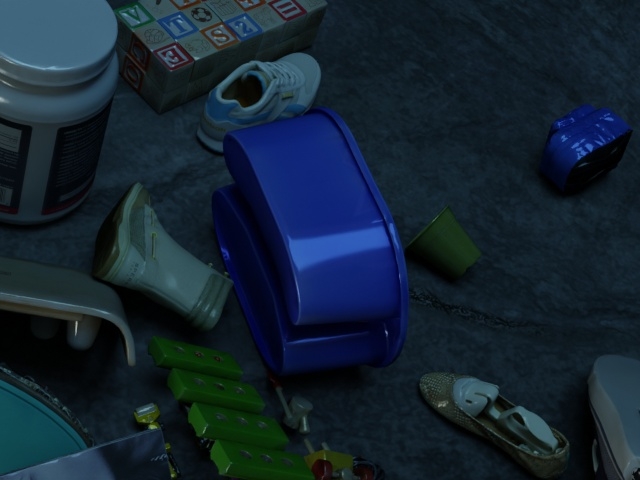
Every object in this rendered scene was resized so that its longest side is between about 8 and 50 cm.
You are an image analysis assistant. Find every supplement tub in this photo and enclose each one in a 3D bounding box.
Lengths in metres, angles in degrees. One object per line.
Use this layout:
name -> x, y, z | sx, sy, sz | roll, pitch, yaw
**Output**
supplement tub -> -0.346, -0.167, 1.666 | 0.191, 0.272, 0.191 | 10, 49, -12

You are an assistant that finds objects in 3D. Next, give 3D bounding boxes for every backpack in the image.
backpack -> 0.371, -0.130, 2.017 | 0.120, 0.098, 0.101 | -34, 59, -24

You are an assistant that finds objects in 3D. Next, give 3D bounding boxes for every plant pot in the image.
plant pot -> 0.168, 0.008, 1.845 | 0.079, 0.083, 0.083 | 44, 50, 3

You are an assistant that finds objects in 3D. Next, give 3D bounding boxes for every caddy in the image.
caddy -> 0.000, 0.000, 1.678 | 0.179, 0.241, 0.341 | -10, 57, -21

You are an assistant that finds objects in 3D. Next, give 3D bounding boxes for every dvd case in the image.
dvd case -> -0.247, 0.299, 1.426 | 0.221, 0.018, 0.164 | -13, 94, -28

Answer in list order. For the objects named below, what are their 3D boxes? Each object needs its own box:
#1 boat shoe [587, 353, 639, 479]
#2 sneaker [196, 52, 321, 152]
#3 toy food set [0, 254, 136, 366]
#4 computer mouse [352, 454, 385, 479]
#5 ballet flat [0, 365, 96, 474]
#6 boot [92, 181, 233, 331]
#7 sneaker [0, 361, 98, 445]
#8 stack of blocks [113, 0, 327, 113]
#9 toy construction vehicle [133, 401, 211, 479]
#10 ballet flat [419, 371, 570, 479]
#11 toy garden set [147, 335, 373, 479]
boat shoe -> 0.364, 0.268, 1.681 | 0.127, 0.158, 0.340 | 19, 20, 2
sneaker -> -0.072, -0.204, 1.917 | 0.087, 0.092, 0.229 | 38, 48, 14
toy food set -> -0.358, 0.079, 1.535 | 0.306, 0.092, 0.220 | 11, 7, -12
computer mouse -> 0.117, 0.350, 1.524 | 0.272, 0.072, 0.188 | 29, 47, 6
ballet flat -> -0.460, 0.163, 1.407 | 0.483, 0.164, 0.182 | 18, 2, -32
boot -> -0.187, 0.021, 1.697 | 0.165, 0.077, 0.213 | 31, 21, -15
sneaker -> -0.308, 0.191, 1.524 | 0.158, 0.065, 0.061 | 33, 49, 9
stack of blocks -> -0.159, -0.312, 1.977 | 0.297, 0.087, 0.171 | -30, 67, -36
toy construction vehicle -> -0.163, 0.224, 1.575 | 0.086, 0.035, 0.098 | -22, 61, -22
ballet flat -> 0.217, 0.210, 1.695 | 0.206, 0.067, 0.073 | 32, 49, 7
toy garden set -> -0.071, 0.209, 1.556 | 0.204, 0.049, 0.244 | 17, 19, -34
